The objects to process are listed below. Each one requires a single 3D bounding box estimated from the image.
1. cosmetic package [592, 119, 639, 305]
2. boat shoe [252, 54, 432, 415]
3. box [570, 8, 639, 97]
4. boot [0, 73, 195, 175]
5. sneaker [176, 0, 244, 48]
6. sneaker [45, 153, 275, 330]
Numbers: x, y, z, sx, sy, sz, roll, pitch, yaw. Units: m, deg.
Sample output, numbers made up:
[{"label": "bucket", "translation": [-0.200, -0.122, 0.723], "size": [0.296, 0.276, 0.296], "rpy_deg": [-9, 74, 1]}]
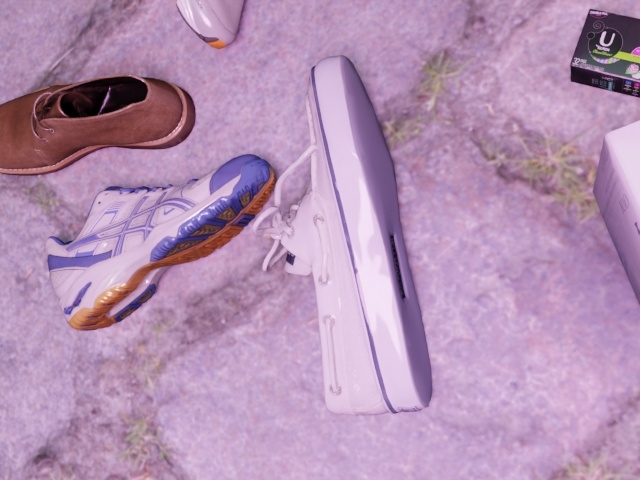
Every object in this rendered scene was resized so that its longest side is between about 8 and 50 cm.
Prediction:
[{"label": "cosmetic package", "translation": [0.332, 0.015, 0.639], "size": [0.138, 0.224, 0.225], "rpy_deg": [-22, 76, 13]}, {"label": "boat shoe", "translation": [0.003, 0.001, 0.805], "size": [0.156, 0.136, 0.367], "rpy_deg": [-13, 88, 19]}, {"label": "box", "translation": [0.297, -0.183, 0.769], "size": [0.083, 0.052, 0.062], "rpy_deg": [19, 89, 20]}, {"label": "boot", "translation": [-0.311, -0.149, 0.926], "size": [0.305, 0.115, 0.112], "rpy_deg": [-7, 82, 18]}, {"label": "sneaker", "translation": [-0.098, -0.352, 0.886], "size": [0.121, 0.099, 0.263], "rpy_deg": [-4, 82, 26]}, {"label": "sneaker", "translation": [-0.192, -0.025, 0.871], "size": [0.296, 0.112, 0.131], "rpy_deg": [-34, 74, 10]}]
